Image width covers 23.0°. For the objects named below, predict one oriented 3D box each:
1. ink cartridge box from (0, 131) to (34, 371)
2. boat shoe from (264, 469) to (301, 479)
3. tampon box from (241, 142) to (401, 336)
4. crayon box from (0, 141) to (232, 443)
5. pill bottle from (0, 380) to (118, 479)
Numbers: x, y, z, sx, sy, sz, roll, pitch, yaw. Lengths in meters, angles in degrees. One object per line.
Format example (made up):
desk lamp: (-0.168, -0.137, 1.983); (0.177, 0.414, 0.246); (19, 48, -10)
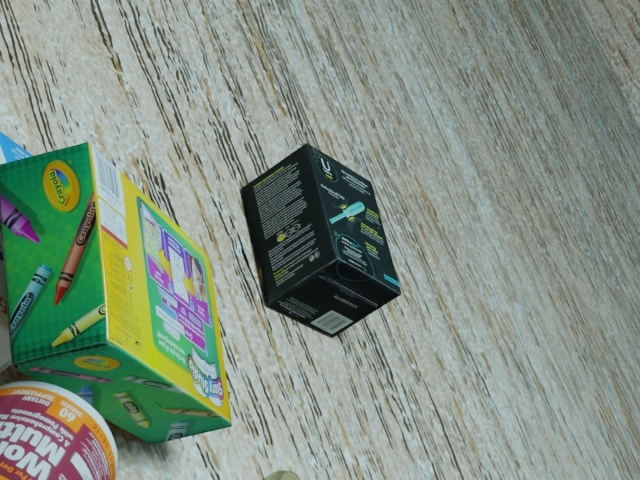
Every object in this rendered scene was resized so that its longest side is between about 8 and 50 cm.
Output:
ink cartridge box: (-0.294, -0.004, 1.235); (0.148, 0.086, 0.203); (39, 31, -33)
boat shoe: (-0.033, 0.260, 1.428); (0.056, 0.048, 0.153); (50, 27, -15)
tampon box: (0.000, 0.000, 1.717); (0.120, 0.101, 0.161); (30, 36, -44)
crayon box: (-0.161, 0.053, 1.278); (0.278, 0.081, 0.165); (51, 28, -65)
pill bottle: (-0.228, 0.200, 1.079); (0.121, 0.121, 0.221); (50, 26, -13)
